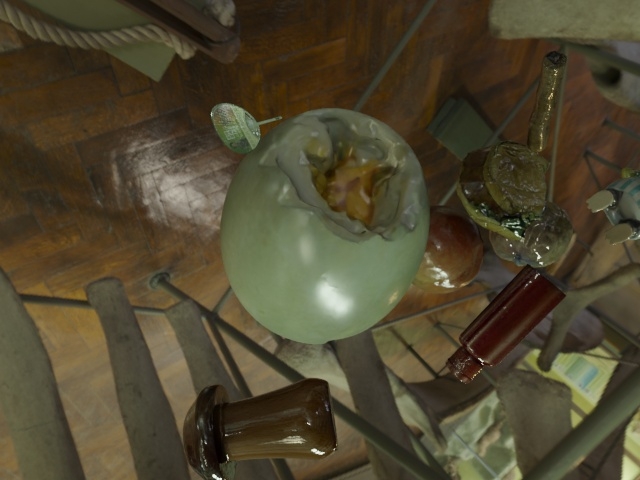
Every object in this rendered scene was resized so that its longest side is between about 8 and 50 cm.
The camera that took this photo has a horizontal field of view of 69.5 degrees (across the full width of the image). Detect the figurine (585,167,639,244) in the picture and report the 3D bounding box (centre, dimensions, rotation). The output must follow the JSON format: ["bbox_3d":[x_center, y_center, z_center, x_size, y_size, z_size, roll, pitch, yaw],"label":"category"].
[{"bbox_3d":[0.958,-0.158,1.158,0.361,0.266,0.377,-14,159,-24],"label":"figurine"}]

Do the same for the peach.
[{"bbox_3d":[0.332,0.021,1.289,0.252,0.252,0.252,-26,141,-24],"label":"peach"}]

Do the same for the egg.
[{"bbox_3d":[0.000,0.000,0.647,0.278,0.278,0.336,-24,156,-27],"label":"egg"}]

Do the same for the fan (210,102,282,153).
[{"bbox_3d":[-0.080,-0.116,0.495,0.060,0.080,0.003,98,11,-46],"label":"fan"}]

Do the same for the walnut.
[{"bbox_3d":[0.686,-0.032,1.514,0.248,0.248,0.248,-26,141,-24],"label":"walnut"}]

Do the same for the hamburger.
[{"bbox_3d":[0.447,-0.142,1.154,0.309,0.211,0.132,-59,178,-38],"label":"hamburger"}]

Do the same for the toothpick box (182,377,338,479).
[{"bbox_3d":[-0.119,0.371,0.917,0.294,0.192,0.192,-9,139,-1],"label":"toothpick box"}]

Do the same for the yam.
[{"bbox_3d":[0.411,-0.243,0.851,0.045,0.045,0.327,-10,165,19],"label":"yam"}]

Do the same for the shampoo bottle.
[{"bbox_3d":[0.358,0.173,0.918,0.102,0.064,0.260,36,102,-15],"label":"shampoo bottle"}]
